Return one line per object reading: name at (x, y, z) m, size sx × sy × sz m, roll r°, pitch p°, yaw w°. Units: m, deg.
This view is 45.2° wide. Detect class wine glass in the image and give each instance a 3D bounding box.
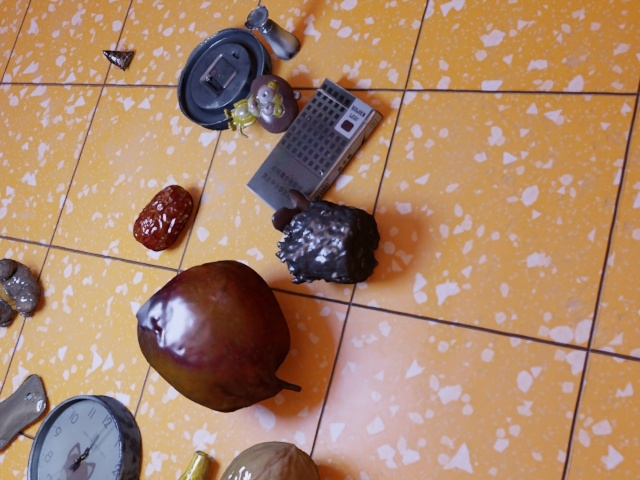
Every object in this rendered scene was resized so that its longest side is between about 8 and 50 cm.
wine glass at (-0.117, -0.506, 1.883) m, size 0.072 × 0.155 × 0.072 m, roll -10°, pitch 69°, yaw 27°

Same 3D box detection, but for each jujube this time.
jujube at (-0.391, -0.057, 1.924) m, size 0.112 × 0.109 × 0.176 m, roll 34°, pitch 83°, yaw -1°

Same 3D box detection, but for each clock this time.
clock at (-0.572, 0.532, 1.843) m, size 0.325 × 0.067 × 0.325 m, roll -11°, pitch 68°, yaw 28°
clock at (-0.248, -0.417, 1.991) m, size 0.280 × 0.055 × 0.281 m, roll -11°, pitch 67°, yaw 27°

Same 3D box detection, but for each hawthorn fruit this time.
hawthorn fruit at (-0.219, 0.205, 1.621) m, size 0.308 × 0.308 × 0.325 m, roll -25°, pitch 73°, yaw 21°

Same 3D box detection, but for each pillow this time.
pillow at (-0.803, 0.455, 2.025) m, size 0.217 × 0.033 × 0.130 m, roll -38°, pitch 57°, yaw 15°

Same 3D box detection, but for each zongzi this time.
zongzi at (-0.593, -0.530, 2.244) m, size 0.083 × 0.073 × 0.067 m, roll 21°, pitch 82°, yaw -6°

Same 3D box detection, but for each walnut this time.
walnut at (-0.104, 0.512, 1.479) m, size 0.225 × 0.225 × 0.261 m, roll 26°, pitch 92°, yaw 34°

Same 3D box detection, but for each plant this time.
plant at (0.000, 0.000, 1.623) m, size 0.233 × 0.178 × 0.204 m, roll 12°, pitch 86°, yaw 24°

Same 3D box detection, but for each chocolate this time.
chocolate at (-0.298, 0.564, 1.663) m, size 0.085 × 0.085 × 0.219 m, roll 15°, pitch 80°, yaw 34°

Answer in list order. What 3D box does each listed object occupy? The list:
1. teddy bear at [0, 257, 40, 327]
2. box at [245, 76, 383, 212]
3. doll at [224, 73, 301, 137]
teddy bear at (-0.867, 0.150, 2.118) m, size 0.190 × 0.177 × 0.140 m, roll -41°, pitch 12°, yaw 11°
box at (-0.018, -0.205, 1.784) m, size 0.180 × 0.047 × 0.325 m, roll 40°, pitch 95°, yaw 34°
doll at (-0.135, -0.312, 1.851) m, size 0.188 × 0.096 × 0.145 m, roll -41°, pitch 79°, yaw 9°
